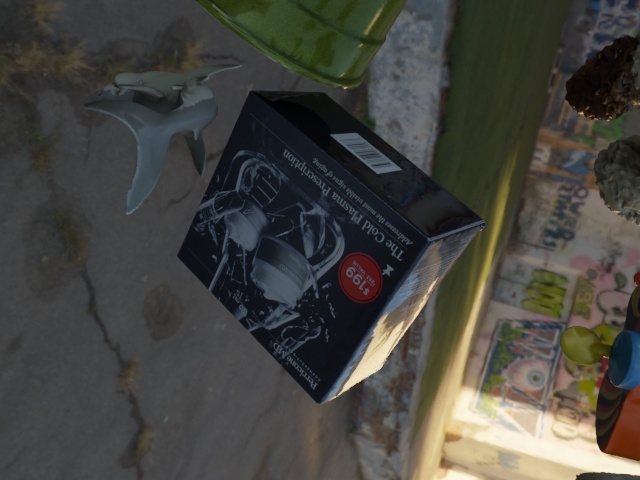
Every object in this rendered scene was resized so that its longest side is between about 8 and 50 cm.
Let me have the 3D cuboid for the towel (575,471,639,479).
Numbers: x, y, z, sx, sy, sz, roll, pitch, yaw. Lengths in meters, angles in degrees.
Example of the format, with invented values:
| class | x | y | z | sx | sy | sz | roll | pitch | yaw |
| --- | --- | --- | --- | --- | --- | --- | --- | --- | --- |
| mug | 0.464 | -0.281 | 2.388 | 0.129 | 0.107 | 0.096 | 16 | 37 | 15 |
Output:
| class | x | y | z | sx | sy | sz | roll | pitch | yaw |
| --- | --- | --- | --- | --- | --- | --- | --- | --- | --- |
| towel | 0.493 | 0.358 | 0.844 | 0.187 | 0.282 | 0.049 | -159 | -101 | -75 |

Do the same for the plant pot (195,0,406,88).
| class | x | y | z | sx | sy | sz | roll | pitch | yaw |
| --- | --- | --- | --- | --- | --- | --- | --- | --- | --- |
| plant pot | 0.021 | -0.458 | 0.869 | 0.353 | 0.366 | 0.366 | -48 | 174 | 29 |

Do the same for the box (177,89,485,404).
| class | x | y | z | sx | sy | sz | roll | pitch | yaw |
| --- | --- | --- | --- | --- | --- | --- | --- | --- | --- |
| box | 0.000 | 0.000 | 0.985 | 0.179 | 0.343 | 0.312 | -16 | 141 | -52 |

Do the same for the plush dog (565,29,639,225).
| class | x | y | z | sx | sy | sz | roll | pitch | yaw |
| --- | --- | --- | --- | --- | --- | --- | --- | --- | --- |
| plush dog | 0.341 | -0.110 | 0.541 | 0.225 | 0.262 | 0.210 | 50 | 28 | -21 |

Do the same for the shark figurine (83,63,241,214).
| class | x | y | z | sx | sy | sz | roll | pitch | yaw |
| --- | --- | --- | --- | --- | --- | --- | --- | --- | --- |
| shark figurine | -0.142 | -0.112 | 0.674 | 0.278 | 0.166 | 0.116 | -130 | -148 | -62 |

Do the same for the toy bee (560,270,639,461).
| class | x | y | z | sx | sy | sz | roll | pitch | yaw |
| --- | --- | --- | --- | --- | --- | --- | --- | --- | --- |
| toy bee | 0.422 | 0.123 | 0.815 | 0.298 | 0.195 | 0.162 | -56 | -173 | 33 |
